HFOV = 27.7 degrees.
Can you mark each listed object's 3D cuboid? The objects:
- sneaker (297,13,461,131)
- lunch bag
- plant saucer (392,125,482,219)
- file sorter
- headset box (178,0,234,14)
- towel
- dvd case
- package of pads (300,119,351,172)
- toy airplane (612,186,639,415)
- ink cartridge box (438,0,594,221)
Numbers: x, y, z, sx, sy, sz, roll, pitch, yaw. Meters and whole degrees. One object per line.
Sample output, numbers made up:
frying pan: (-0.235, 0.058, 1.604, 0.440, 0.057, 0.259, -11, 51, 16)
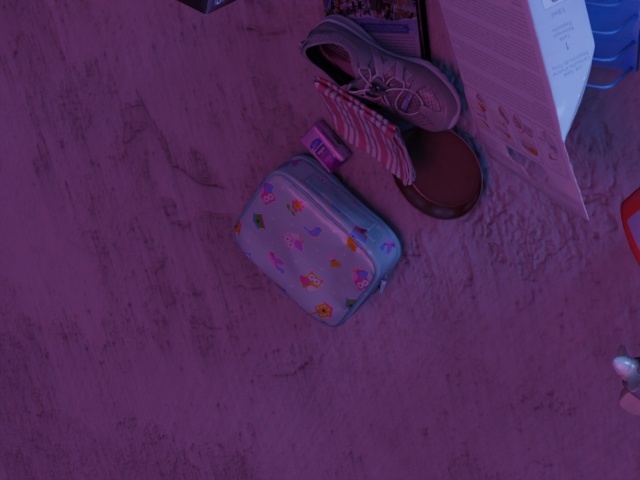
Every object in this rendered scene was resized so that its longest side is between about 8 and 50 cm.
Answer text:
sneaker: (0.086, -0.243, 2.020, 0.281, 0.115, 0.105, 31, 129, 17)
lunch bag: (0.000, 0.000, 2.258, 0.279, 0.108, 0.224, 42, 129, 8)
plant saucer: (0.193, -0.115, 2.105, 0.168, 0.029, 0.168, 18, 125, 27)
file sorter: (0.376, -0.310, 1.809, 0.118, 0.104, 0.170, 15, 122, 29)
headset box: (-0.186, -0.466, 2.001, 0.218, 0.293, 0.110, 28, 128, 20)
towel: (0.068, -0.178, 2.083, 0.197, 0.029, 0.144, 37, 166, 33)
dvd case: (0.090, -0.330, 2.062, 0.180, 0.022, 0.253, 8, 119, 32)
package of pads: (0.008, -0.160, 2.212, 0.083, 0.032, 0.050, 49, 135, 3)
toy airplane: (0.588, 0.124, 1.788, 0.384, 0.272, 0.386, 12, 121, 30)
ink cartridge box: (0.287, -0.251, 1.824, 0.308, 0.091, 0.385, 46, 161, 60)
